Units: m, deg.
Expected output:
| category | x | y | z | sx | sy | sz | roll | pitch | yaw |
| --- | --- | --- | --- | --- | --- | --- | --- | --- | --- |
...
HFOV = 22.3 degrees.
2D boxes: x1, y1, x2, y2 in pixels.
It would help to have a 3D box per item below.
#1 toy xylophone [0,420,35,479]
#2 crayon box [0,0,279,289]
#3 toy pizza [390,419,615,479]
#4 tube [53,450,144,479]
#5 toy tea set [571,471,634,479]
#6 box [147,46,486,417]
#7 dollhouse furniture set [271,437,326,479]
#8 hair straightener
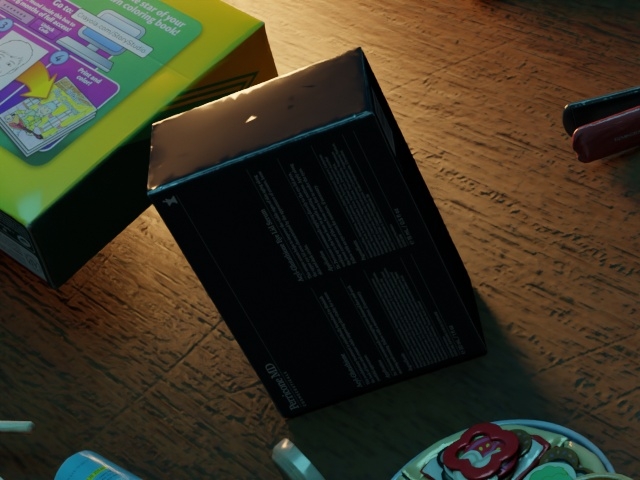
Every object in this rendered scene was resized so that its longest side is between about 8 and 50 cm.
| category | x | y | z | sx | sy | sz | roll | pitch | yaw |
| --- | --- | --- | --- | --- | --- | --- | --- | --- | --- |
| toy xylophone | -0.368 | 0.236 | 1.390 | 0.322 | 0.081 | 0.236 | 3 | 26 | 41 |
| crayon box | -0.277 | -0.158 | 1.618 | 0.363 | 0.106 | 0.313 | 31 | 62 | 32 |
| toy pizza | 0.118 | 0.202 | 1.172 | 0.201 | 0.032 | 0.201 | -18 | 37 | 14 |
| tube | -0.132 | 0.231 | 1.293 | 0.207 | 0.052 | 0.080 | 23 | 66 | 40 |
| toy tea set | 0.295 | 0.170 | 1.004 | 0.336 | 0.124 | 0.200 | -17 | 38 | 8 |
| box | 0.000 | 0.000 | 1.299 | 0.184 | 0.261 | 0.103 | -20 | 37 | 10 |
| dollhouse furniture set | -0.071 | 0.323 | 0.944 | 0.362 | 0.256 | 0.394 | -39 | 39 | -10 |
| hair straightener | 0.323 | -0.143 | 1.444 | 0.230 | 0.047 | 0.089 | -23 | 37 | 7 |
